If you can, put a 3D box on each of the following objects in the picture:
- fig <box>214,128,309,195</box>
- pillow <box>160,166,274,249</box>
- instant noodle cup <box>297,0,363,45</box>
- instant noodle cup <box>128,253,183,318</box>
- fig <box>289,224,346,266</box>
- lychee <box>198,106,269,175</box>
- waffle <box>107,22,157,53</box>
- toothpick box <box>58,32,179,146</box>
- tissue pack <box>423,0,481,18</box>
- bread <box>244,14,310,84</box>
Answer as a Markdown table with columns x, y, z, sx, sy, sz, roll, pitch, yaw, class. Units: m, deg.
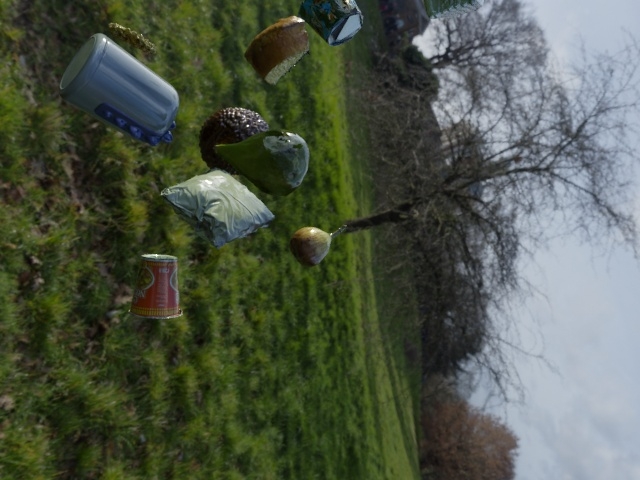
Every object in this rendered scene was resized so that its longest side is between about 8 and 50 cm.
| x | y | z | sx | sy | sz | roll | pitch | yaw | class |
| --- | --- | --- | --- | --- | --- | --- | --- | --- | --- |
| -0.177 | -0.241 | 1.429 | 0.206 | 0.275 | 0.206 | -168 | -90 | -71 | fig |
| -0.334 | -0.114 | 1.562 | 0.283 | 0.138 | 0.310 | 44 | 35 | 8 | pillow |
| 0.053 | -0.933 | 1.988 | 0.178 | 0.240 | 0.240 | 56 | 6 | 9 | instant noodle cup |
| -0.592 | 0.163 | 1.757 | 0.193 | 0.193 | 0.212 | -11 | 106 | -82 | instant noodle cup |
| -0.014 | -0.006 | 1.846 | 0.143 | 0.231 | 0.160 | 43 | 3 | -31 | fig |
| -0.313 | -0.370 | 1.803 | 0.267 | 0.268 | 0.267 | -20 | 90 | -82 | lychee |
| -0.780 | -0.833 | 1.996 | 0.149 | 0.194 | 0.051 | -157 | -92 | -81 | waffle |
| -0.624 | -0.456 | 1.565 | 0.355 | 0.263 | 0.263 | 32 | 34 | -42 | toothpick box |
| 0.380 | -0.804 | 1.387 | 0.388 | 0.162 | 0.287 | -49 | 130 | -59 | tissue pack |
| -0.150 | -0.567 | 1.459 | 0.260 | 0.134 | 0.129 | -22 | -84 | 55 | bread |
